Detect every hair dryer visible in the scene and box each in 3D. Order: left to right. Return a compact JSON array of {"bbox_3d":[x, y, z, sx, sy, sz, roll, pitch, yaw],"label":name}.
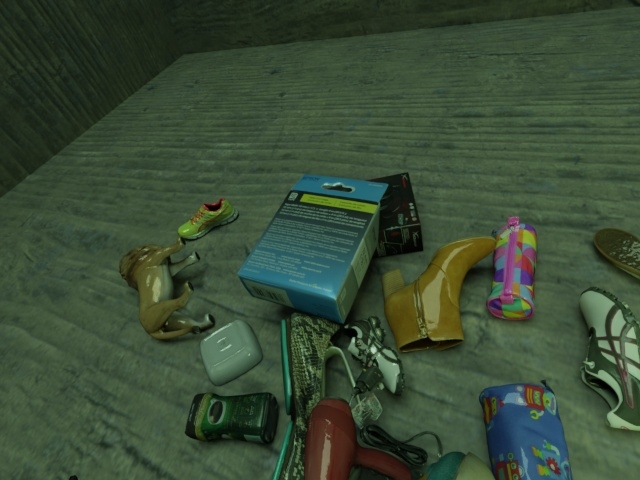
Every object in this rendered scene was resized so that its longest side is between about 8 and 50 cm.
[{"bbox_3d":[0.077,0.346,0.652,0.294,0.080,0.223,-24,63,-41],"label":"hair dryer"}]

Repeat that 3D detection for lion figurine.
[{"bbox_3d":[-0.452,0.143,1.126,0.241,0.142,0.391,-27,48,3],"label":"lion figurine"}]

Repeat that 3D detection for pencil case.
[{"bbox_3d":[0.435,0.062,0.910,0.105,0.104,0.236,4,50,23],"label":"pencil case"},{"bbox_3d":[0.336,0.377,0.623,0.133,0.119,0.305,21,45,-13],"label":"pencil case"}]

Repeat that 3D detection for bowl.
[{"bbox_3d":[-0.226,0.264,0.983,0.142,0.053,0.142,-29,46,-8],"label":"bowl"}]

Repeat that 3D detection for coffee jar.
[{"bbox_3d":[-0.187,0.370,0.844,0.185,0.079,0.096,-5,50,15],"label":"coffee jar"}]

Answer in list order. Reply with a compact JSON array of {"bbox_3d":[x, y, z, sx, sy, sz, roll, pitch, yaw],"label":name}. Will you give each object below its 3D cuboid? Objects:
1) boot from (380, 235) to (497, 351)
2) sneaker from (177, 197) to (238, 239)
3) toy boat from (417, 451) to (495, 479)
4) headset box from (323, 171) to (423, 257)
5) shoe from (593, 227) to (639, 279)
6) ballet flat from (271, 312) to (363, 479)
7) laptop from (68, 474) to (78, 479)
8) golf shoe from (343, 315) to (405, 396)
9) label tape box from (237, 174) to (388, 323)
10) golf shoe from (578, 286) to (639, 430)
[{"bbox_3d":[0.286,0.126,0.899,0.296,0.104,0.211,-24,49,13],"label":"boot"},{"bbox_3d":[-0.390,-0.082,1.352,0.209,0.094,0.081,-28,46,-6],"label":"sneaker"},{"bbox_3d":[0.137,0.453,0.559,0.148,0.268,0.317,18,87,29],"label":"toy boat"},{"bbox_3d":[0.121,-0.059,1.132,0.294,0.110,0.217,-9,46,11],"label":"headset box"},{"bbox_3d":[0.689,0.051,0.866,0.077,0.058,0.219,-40,40,8],"label":"shoe"},{"bbox_3d":[-0.007,0.347,0.766,0.182,0.163,0.482,5,44,-2],"label":"ballet flat"},{"bbox_3d":[-0.524,0.642,0.597,0.237,0.407,0.381,6,39,-22],"label":"laptop"},{"bbox_3d":[0.107,0.247,0.849,0.094,0.077,0.198,-3,31,-17],"label":"golf shoe"},{"bbox_3d":[0.000,0.000,0.975,0.250,0.115,0.347,11,53,25],"label":"label tape box"},{"bbox_3d":[0.530,0.203,0.737,0.120,0.105,0.272,-17,43,14],"label":"golf shoe"}]
